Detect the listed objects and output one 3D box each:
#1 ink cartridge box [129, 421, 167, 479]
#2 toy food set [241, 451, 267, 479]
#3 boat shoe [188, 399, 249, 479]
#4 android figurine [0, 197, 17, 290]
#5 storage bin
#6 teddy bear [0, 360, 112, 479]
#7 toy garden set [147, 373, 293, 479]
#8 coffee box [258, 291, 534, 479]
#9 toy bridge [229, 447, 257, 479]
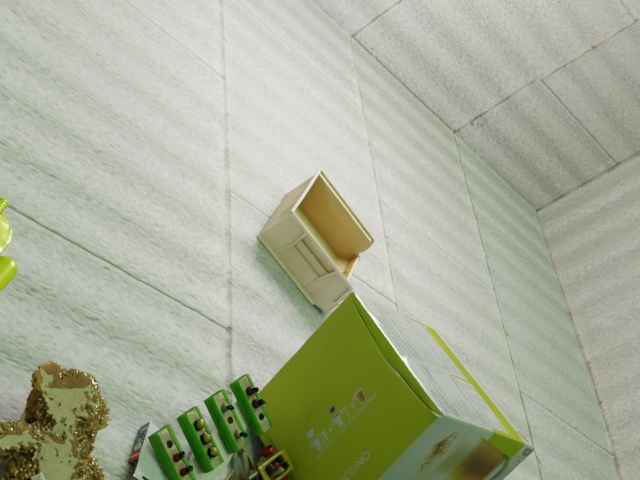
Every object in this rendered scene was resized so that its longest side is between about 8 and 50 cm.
[{"bbox_3d":[-0.285,0.367,1.572,0.063,0.029,0.115,46,31,-25],"label":"ink cartridge box"},{"bbox_3d":[-0.077,0.465,1.770,0.192,0.039,0.132,40,30,-54],"label":"toy food set"},{"bbox_3d":[-0.193,0.360,1.689,0.066,0.063,0.184,47,47,-22],"label":"boat shoe"},{"bbox_3d":[-0.576,-0.014,1.448,0.248,0.056,0.273,50,30,-16],"label":"android figurine"},{"bbox_3d":[0.000,0.000,2.320,0.260,0.123,0.262,52,27,-13],"label":"storage bin"},{"bbox_3d":[-0.400,0.346,1.339,0.245,0.113,0.337,11,57,-41],"label":"teddy bear"},{"bbox_3d":[-0.155,0.371,1.637,0.244,0.049,0.203,-29,96,-47],"label":"toy garden set"},{"bbox_3d":[0.127,0.363,1.823,0.334,0.337,0.338,27,20,-45],"label":"coffee box"},{"bbox_3d":[-0.142,0.438,1.742,0.063,0.026,0.188,12,52,-57],"label":"toy bridge"}]
